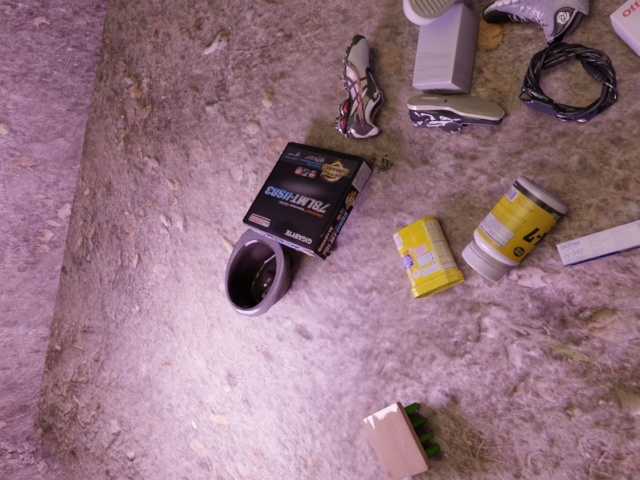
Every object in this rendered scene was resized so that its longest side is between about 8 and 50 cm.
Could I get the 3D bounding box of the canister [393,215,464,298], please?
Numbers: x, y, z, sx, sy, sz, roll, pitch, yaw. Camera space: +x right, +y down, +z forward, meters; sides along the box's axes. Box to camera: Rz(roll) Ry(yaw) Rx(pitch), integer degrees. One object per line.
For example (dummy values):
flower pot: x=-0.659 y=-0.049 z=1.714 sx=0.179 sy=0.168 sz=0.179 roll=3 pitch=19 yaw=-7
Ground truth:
canister: x=0.258 y=0.040 z=1.167 sx=0.126 sy=0.073 sz=0.169 roll=-31 pitch=68 yaw=34

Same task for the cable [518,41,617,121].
cable: x=0.518 y=-0.327 z=0.990 sx=0.185 sy=0.047 sz=0.150 roll=28 pitch=98 yaw=28

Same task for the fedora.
fedora: x=-0.175 y=0.104 z=1.486 sx=0.244 sy=0.124 sz=0.275 roll=24 pitch=96 yaw=37

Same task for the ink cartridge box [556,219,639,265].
ink cartridge box: x=0.567 y=-0.003 z=0.898 sx=0.207 sy=0.097 sz=0.046 roll=-23 pitch=74 yaw=36

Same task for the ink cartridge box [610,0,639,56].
ink cartridge box: x=0.652 y=-0.379 z=0.853 sx=0.148 sy=0.086 sz=0.203 roll=-42 pitch=64 yaw=30

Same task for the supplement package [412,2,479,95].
supplement package: x=0.298 y=-0.446 z=1.136 sx=0.105 sy=0.105 sz=0.179 roll=11 pitch=95 yaw=40

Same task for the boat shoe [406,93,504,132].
boat shoe: x=0.321 y=-0.297 z=1.144 sx=0.233 sy=0.084 sz=0.079 roll=16 pitch=136 yaw=32

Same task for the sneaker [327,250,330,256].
sneaker: x=0.000 y=0.000 z=1.403 sx=0.043 sy=0.040 sz=0.109 roll=-47 pitch=61 yaw=26

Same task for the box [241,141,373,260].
box: x=-0.042 y=-0.123 z=1.358 sx=0.296 sy=0.073 sz=0.293 roll=22 pitch=77 yaw=38

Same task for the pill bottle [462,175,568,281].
pill bottle: x=0.405 y=-0.022 z=1.018 sx=0.119 sy=0.119 sz=0.208 roll=48 pitch=117 yaw=30

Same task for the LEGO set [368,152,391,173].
LEGO set: x=0.167 y=-0.208 z=1.292 sx=0.054 sy=0.024 sz=0.083 roll=-50 pitch=46 yaw=24

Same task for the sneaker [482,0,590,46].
sneaker: x=0.457 y=-0.472 z=1.025 sx=0.229 sy=0.086 sz=0.132 roll=-1 pitch=106 yaw=53

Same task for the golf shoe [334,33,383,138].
golf shoe: x=0.119 y=-0.414 z=1.303 sx=0.120 sy=0.105 sz=0.272 roll=9 pitch=100 yaw=24

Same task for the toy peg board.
toy peg board: x=0.207 y=0.494 z=1.199 sx=0.160 sy=0.079 sz=0.161 roll=-49 pitch=58 yaw=45

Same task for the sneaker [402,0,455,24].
sneaker: x=0.263 y=-0.625 z=1.124 sx=0.150 sy=0.135 sz=0.365 roll=126 pitch=165 yaw=-71
